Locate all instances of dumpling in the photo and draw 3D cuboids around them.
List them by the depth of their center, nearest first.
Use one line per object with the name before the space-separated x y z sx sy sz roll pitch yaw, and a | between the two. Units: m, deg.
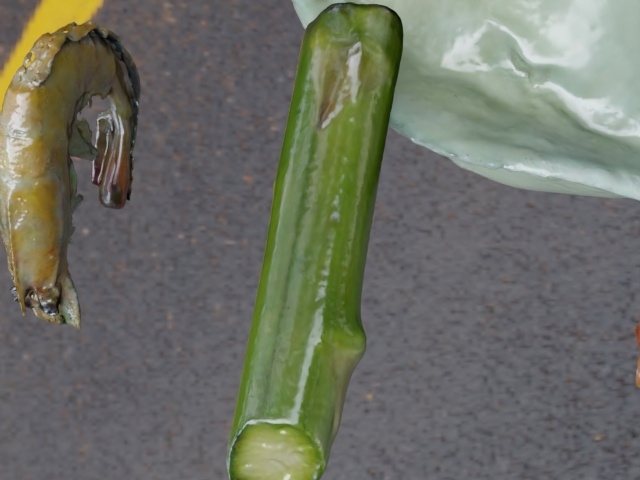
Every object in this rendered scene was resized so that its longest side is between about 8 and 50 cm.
dumpling | 0.139 -0.139 0.915 0.321 0.270 0.211 12 90 37

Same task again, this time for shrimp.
shrimp | -0.189 -0.052 1.062 0.058 0.173 0.253 19 132 20

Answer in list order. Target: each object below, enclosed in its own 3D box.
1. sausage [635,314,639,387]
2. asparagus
sausage | 0.317 0.012 0.683 0.348 0.097 0.094 -19 94 27
asparagus | -0.002 -0.001 0.757 0.067 0.060 0.277 -2 70 31
